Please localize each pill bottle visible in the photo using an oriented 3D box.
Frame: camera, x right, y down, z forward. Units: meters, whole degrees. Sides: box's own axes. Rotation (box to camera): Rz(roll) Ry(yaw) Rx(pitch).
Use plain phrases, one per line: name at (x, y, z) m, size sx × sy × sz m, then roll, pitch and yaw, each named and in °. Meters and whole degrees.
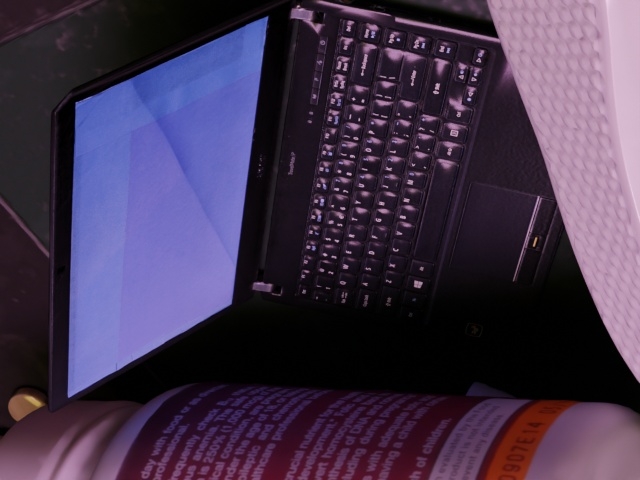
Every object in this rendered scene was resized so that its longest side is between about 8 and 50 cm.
pill bottle at (-0.004, 0.197, 0.949) m, size 0.392 × 0.224 × 0.224 m, roll 0°, pitch 133°, yaw 31°

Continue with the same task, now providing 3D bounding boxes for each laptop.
laptop at (0.000, 0.000, 0.871) m, size 0.264 × 0.136 × 0.234 m, roll 13°, pitch 135°, yaw 2°

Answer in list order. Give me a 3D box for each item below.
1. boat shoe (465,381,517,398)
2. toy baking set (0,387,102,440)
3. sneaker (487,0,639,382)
boat shoe at (0.086, 0.162, 1.055) m, size 0.063 × 0.066 × 0.184 m, roll 34°, pitch 139°, yaw 10°
toy baking set at (-0.192, 0.194, 1.179) m, size 0.256 × 0.030 × 0.197 m, roll -31°, pitch 113°, yaw 28°
sneaker at (0.178, -0.098, 0.769) m, size 0.150 × 0.135 × 0.366 m, roll -26°, pitch 121°, yaw -12°
